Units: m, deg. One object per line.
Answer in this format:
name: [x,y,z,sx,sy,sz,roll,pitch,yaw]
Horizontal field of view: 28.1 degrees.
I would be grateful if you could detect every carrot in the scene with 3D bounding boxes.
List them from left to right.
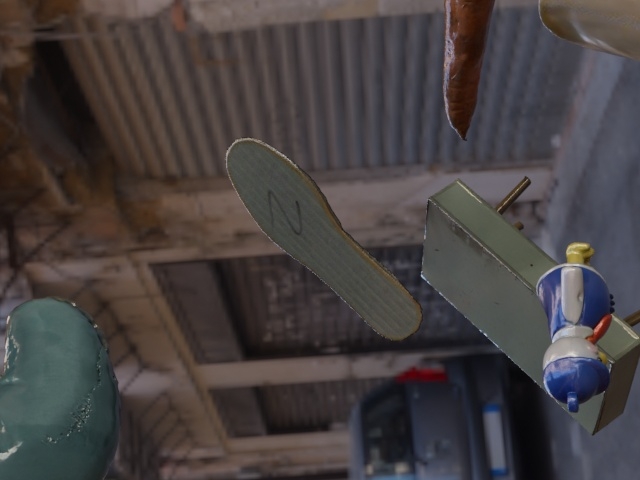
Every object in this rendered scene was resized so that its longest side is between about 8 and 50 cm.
carrot: [0.142,-0.195,1.258,0.057,0.057,0.224,-94,4,-51]

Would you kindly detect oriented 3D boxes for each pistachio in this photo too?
pistachio: [0.273,-0.194,0.947,0.144,0.215,0.144,6,-90,-70]

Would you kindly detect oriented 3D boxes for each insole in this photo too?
insole: [0.000,0.000,0.909,0.064,0.188,0.004,-47,-3,37]

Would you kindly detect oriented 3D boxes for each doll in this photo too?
doll: [0.184,0.066,0.926,0.143,0.057,0.099,-77,-19,-44]

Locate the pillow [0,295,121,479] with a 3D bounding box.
pillow: [-0.257,0.113,0.913,0.086,0.233,0.214,120,164,-56]

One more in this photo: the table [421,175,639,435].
table: [0.216,0.044,1.201,0.240,0.111,0.121,44,153,30]
